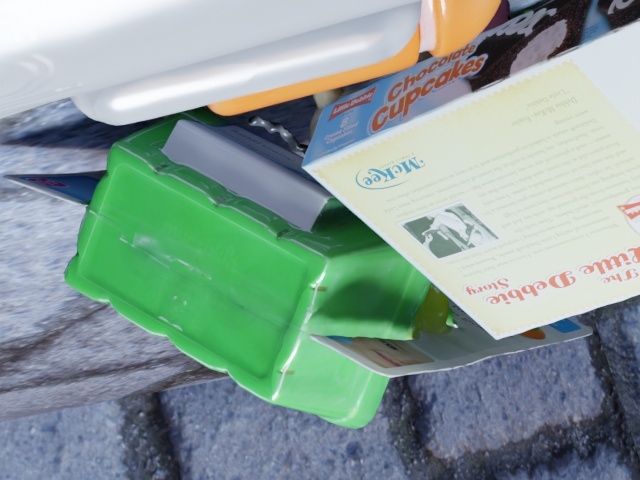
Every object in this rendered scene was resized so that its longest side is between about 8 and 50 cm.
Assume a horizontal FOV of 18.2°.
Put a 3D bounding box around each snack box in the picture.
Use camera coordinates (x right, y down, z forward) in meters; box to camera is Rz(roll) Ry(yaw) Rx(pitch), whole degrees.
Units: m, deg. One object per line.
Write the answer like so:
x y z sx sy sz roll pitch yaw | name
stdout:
0.164 -0.052 1.145 0.322 0.060 0.187 -21 127 43 | snack box

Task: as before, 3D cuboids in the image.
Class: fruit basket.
0.000 0.000 1.440 0.353 0.327 0.165 -14 127 -57 | fruit basket

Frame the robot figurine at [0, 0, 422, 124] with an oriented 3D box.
-0.044 -0.154 0.600 0.353 0.200 0.300 -17 142 -2 | robot figurine

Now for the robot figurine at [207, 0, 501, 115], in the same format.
-0.002 -0.138 0.988 0.219 0.128 0.158 -15 143 -4 | robot figurine

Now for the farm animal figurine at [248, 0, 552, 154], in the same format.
0.173 -0.114 1.270 0.327 0.172 0.330 -8 167 -42 | farm animal figurine

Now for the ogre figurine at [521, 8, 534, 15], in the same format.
0.148 -0.119 1.461 0.197 0.097 0.118 6 178 -29 | ogre figurine
